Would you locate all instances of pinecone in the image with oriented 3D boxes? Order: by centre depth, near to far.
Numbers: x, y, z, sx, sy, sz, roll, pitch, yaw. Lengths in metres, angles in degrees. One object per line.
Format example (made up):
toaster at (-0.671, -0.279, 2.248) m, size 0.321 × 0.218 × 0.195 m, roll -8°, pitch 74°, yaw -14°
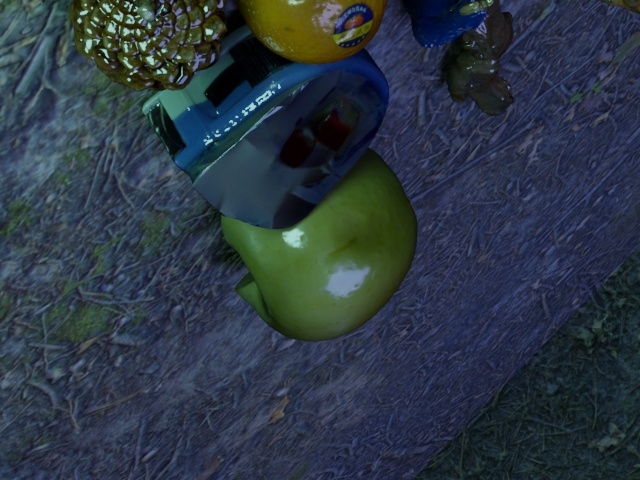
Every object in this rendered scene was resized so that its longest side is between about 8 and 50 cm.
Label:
pinecone at (-0.170, -0.222, 1.206) m, size 0.174 × 0.173 × 0.173 m, roll -32°, pitch 153°, yaw -19°

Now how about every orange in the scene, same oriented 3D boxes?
orange at (-0.009, -0.276, 1.307) m, size 0.178 × 0.177 × 0.155 m, roll -20°, pitch -170°, yaw -37°

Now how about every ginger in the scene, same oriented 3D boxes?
ginger at (0.235, -0.278, 1.774) m, size 0.122 × 0.084 × 0.290 m, roll -56°, pitch 156°, yaw -21°

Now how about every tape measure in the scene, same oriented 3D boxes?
tape measure at (-0.053, -0.160, 1.475) m, size 0.262 × 0.138 × 0.259 m, roll -45°, pitch 156°, yaw 9°

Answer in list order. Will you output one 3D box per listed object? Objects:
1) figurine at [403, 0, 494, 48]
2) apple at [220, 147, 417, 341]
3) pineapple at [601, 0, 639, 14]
figurine at (0.164, -0.324, 1.499) m, size 0.164 × 0.121 × 0.262 m, roll -54°, pitch -178°, yaw -15°
apple at (0.011, 0.011, 1.721) m, size 0.258 × 0.233 × 0.295 m, roll -30°, pitch 153°, yaw -17°
pineapple at (0.479, -0.484, 1.627) m, size 0.223 × 0.223 × 0.357 m, roll -22°, pitch 142°, yaw -34°
